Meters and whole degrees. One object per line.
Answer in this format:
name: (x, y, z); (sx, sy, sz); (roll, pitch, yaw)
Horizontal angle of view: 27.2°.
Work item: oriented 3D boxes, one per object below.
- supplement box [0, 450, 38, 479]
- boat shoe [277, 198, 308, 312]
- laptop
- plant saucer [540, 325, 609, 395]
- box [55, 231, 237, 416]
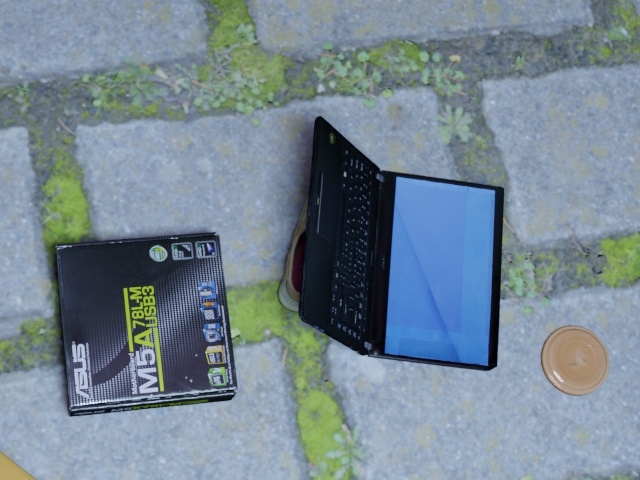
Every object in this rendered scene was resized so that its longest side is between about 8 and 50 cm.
supplement box: (-0.380, 0.232, 1.368); (0.233, 0.080, 0.078); (39, 69, 1)
boat shoe: (0.000, 0.000, 1.522); (0.063, 0.059, 0.170); (19, 70, -5)
laptop: (0.098, 0.008, 1.497); (0.137, 0.264, 0.234); (-5, 69, 26)
plant saucer: (0.302, 0.141, 1.561); (0.084, 0.013, 0.083); (3, 72, -9)
box: (-0.194, 0.091, 1.464); (0.184, 0.045, 0.190); (-3, 73, -14)
